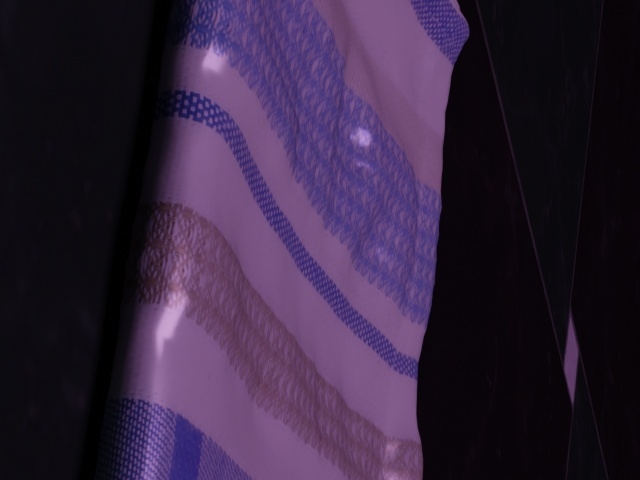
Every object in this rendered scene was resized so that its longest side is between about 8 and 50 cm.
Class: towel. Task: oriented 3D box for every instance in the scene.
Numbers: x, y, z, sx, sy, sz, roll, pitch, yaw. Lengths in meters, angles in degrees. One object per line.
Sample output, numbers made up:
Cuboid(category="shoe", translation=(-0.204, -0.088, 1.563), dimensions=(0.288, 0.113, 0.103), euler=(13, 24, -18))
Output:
Cuboid(category="towel", translation=(0.000, 0.000, 0.492), dimensions=(0.209, 0.034, 0.285), euler=(54, 39, -60))
